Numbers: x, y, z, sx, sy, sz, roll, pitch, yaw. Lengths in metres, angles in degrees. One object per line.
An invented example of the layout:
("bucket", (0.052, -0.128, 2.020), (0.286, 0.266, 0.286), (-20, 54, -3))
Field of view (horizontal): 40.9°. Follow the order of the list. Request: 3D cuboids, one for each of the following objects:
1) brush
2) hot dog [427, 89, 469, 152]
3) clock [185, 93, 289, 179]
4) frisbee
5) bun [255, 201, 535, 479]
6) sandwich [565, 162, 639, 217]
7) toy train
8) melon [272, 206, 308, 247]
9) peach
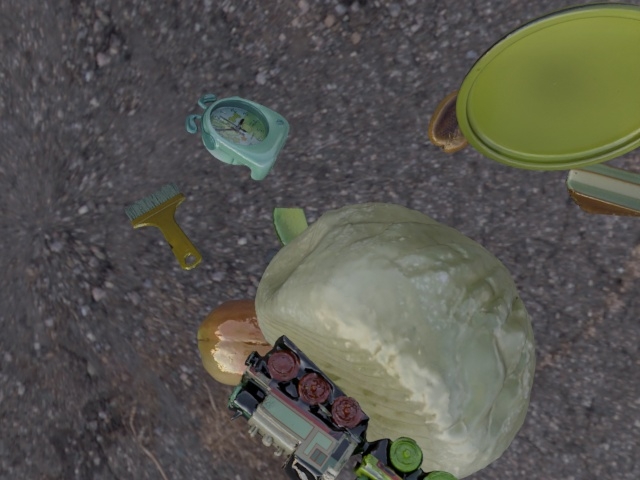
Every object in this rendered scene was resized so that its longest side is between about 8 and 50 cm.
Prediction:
("brush", (-0.203, -0.015, 1.159), (0.083, 0.205, 0.011), (-30, 129, -10))
("hot dog", (0.254, -0.226, 1.568), (0.089, 0.060, 0.140), (29, 90, 0))
("clock", (-0.161, -0.210, 1.648), (0.188, 0.060, 0.148), (28, 50, -2))
("frisbee", (0.251, -0.146, 0.850), (0.235, 0.236, 0.017), (11, 55, -18))
("bun", (0.099, 0.107, 0.979), (0.227, 0.349, 0.353), (-42, 126, -20))
("sandwich", (0.557, -0.097, 1.599), (0.113, 0.163, 0.079), (29, 76, -41))
("toy train", (0.034, 0.175, 0.658), (0.249, 0.053, 0.085), (38, 59, 7))
("melon", (0.000, 0.000, 1.620), (0.209, 0.064, 0.118), (6, 81, 14))
("peach", (-0.160, 0.209, 1.769), (0.184, 0.184, 0.184), (0, 91, -18))
